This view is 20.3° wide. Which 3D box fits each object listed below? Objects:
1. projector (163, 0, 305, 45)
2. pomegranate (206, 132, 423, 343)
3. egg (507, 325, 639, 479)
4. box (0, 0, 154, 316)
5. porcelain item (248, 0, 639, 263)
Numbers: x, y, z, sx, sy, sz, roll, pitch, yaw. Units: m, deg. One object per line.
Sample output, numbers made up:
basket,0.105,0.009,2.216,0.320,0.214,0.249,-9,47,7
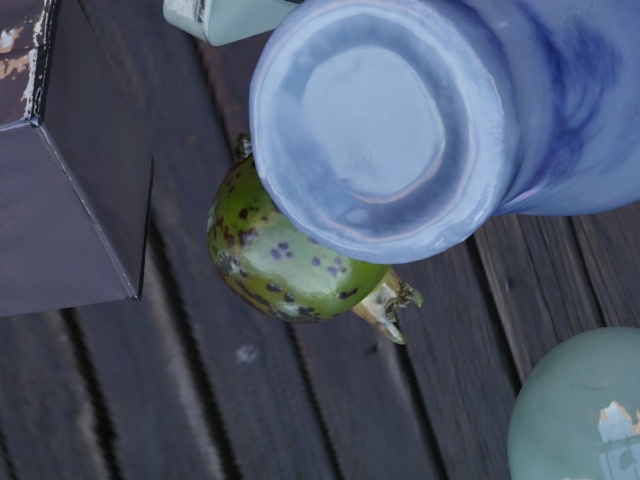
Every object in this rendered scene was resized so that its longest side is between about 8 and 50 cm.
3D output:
projector,-0.003,-0.293,1.324,0.079,0.259,0.257,31,125,29
pomegranate,0.004,-0.006,1.735,0.246,0.198,0.198,26,100,-41
egg,0.221,0.150,1.311,0.168,0.231,0.168,2,109,5
box,-0.263,-0.079,1.599,0.153,0.252,0.188,-8,52,11
porcelain item,0.075,-0.067,0.645,0.141,0.259,0.141,8,107,26
